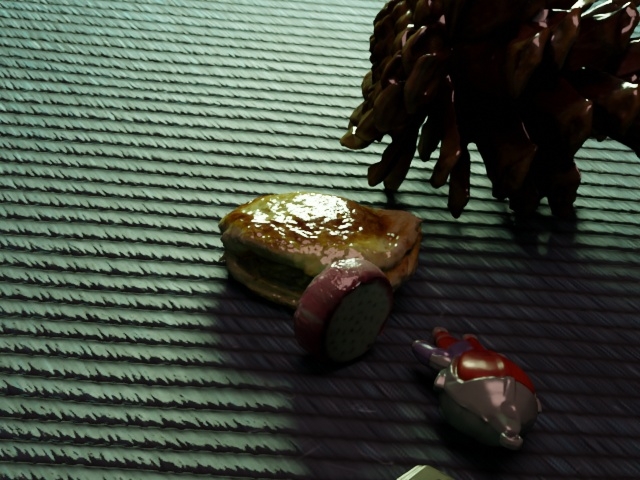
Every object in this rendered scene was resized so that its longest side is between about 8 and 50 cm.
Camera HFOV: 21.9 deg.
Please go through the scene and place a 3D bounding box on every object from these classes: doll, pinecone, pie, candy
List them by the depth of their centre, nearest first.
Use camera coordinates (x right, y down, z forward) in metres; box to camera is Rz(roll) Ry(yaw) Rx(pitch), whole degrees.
[{"bbox_3d":[0.143,0.131,1.466,0.102,0.075,0.227,11,18,-15],"label":"doll"},{"bbox_3d":[0.022,0.066,1.526,0.103,0.103,0.043,-18,40,-38],"label":"candy"},{"bbox_3d":[0.000,0.000,1.656,0.205,0.084,0.179,13,29,16],"label":"pie"},{"bbox_3d":[0.224,-0.172,1.791,0.384,0.384,0.384,6,29,-3],"label":"pinecone"}]

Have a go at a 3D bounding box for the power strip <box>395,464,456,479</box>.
[{"bbox_3d":[0.066,0.228,1.323,0.076,0.028,0.169,27,35,32],"label":"power strip"}]
